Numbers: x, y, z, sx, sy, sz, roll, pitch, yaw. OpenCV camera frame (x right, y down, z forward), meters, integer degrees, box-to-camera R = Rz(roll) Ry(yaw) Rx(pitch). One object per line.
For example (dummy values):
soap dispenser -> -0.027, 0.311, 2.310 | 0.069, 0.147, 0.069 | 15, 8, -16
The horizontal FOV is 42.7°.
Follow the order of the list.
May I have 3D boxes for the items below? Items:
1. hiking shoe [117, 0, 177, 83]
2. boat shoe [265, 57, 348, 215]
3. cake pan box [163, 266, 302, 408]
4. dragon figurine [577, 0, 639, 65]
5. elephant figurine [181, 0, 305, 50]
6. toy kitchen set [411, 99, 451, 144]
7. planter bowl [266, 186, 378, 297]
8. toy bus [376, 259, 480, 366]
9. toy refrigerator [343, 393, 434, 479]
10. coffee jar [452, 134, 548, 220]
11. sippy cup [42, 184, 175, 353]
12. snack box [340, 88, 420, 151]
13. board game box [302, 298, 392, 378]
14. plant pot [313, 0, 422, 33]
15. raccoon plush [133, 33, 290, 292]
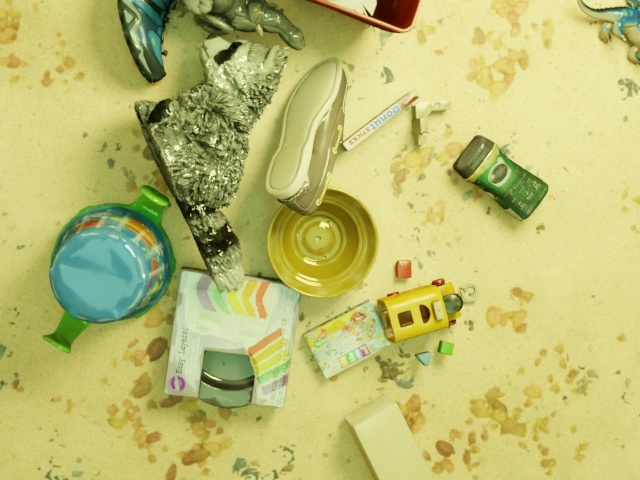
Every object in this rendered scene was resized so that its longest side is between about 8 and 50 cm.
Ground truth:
hiking shoe -> -0.312, -0.450, 1.523 | 0.132, 0.113, 0.304 | -11, 99, -8
boat shoe -> -0.009, -0.200, 1.555 | 0.097, 0.117, 0.324 | 40, 55, -39
cake pan box -> -0.175, 0.196, 1.628 | 0.246, 0.070, 0.266 | 10, 95, -5
dragon figurine -> 0.643, -0.451, 1.645 | 0.289, 0.085, 0.144 | 32, 91, -9
elephant figurine -> -0.165, -0.438, 1.501 | 0.169, 0.239, 0.186 | -27, 64, 15
toy kitchen set -> 0.226, -0.235, 1.628 | 0.075, 0.068, 0.083 | -6, 97, -6
planter bowl -> 0.000, 0.000, 1.615 | 0.217, 0.090, 0.217 | -1, 96, -7
toy bus -> 0.216, 0.138, 1.637 | 0.191, 0.104, 0.202 | 29, 84, -7
toy refrigerator -> 0.156, 0.462, 1.682 | 0.102, 0.094, 0.269 | -28, 99, -10
coffee jar -> 0.361, -0.128, 1.649 | 0.184, 0.079, 0.096 | 37, 94, -10
sippy cup -> -0.394, 0.053, 1.509 | 0.240, 0.224, 0.305 | -2, 97, -6
snack box -> 0.116, -0.236, 1.617 | 0.178, 0.064, 0.022 | -37, 97, -2
board game box -> 0.055, 0.201, 1.674 | 0.154, 0.026, 0.103 | -28, 99, -3
plant pot -> 0.058, -0.531, 1.495 | 0.267, 0.236, 0.267 | 18, 93, -9
raccoon plush -> -0.151, -0.163, 1.556 | 0.299, 0.216, 0.446 | -25, 113, -13
